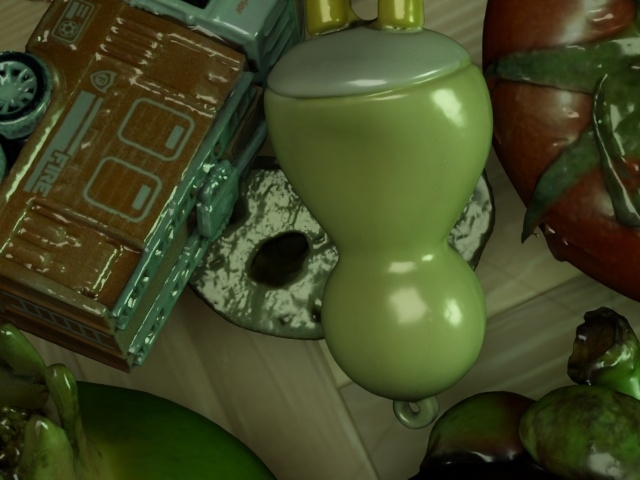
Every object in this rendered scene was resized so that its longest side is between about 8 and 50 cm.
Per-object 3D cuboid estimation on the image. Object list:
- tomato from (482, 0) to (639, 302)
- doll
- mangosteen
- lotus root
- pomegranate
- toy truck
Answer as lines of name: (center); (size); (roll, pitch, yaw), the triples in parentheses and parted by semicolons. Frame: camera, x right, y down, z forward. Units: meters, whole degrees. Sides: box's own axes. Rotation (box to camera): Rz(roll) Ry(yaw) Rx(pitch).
tomato: (0.278, -0.108, 0.944); (0.341, 0.272, 0.341); (10, 107, 36)
doll: (0.042, -0.025, 0.931); (0.141, 0.117, 0.296); (0, 113, 22)
mangosteen: (0.152, 0.235, 0.932); (0.306, 0.306, 0.360); (16, 73, 7)
lotus root: (0.000, 0.000, 1.048); (0.234, 0.119, 0.138); (6, 87, 5)
pomegranate: (-0.158, 0.177, 0.966); (0.309, 0.359, 0.216); (5, 44, 12)
toy truck: (-0.115, -0.079, 0.949); (0.162, 0.136, 0.305); (22, 69, 13)
